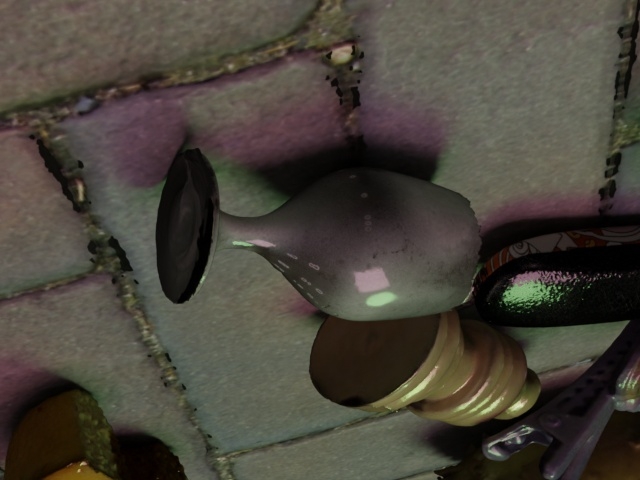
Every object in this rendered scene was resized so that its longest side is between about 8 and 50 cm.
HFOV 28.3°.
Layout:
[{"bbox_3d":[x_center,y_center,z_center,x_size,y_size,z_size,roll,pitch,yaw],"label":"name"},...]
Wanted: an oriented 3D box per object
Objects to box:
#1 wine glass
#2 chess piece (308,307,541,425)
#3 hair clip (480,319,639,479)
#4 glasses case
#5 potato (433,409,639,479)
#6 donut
[{"bbox_3d":[0.000,0.000,0.982,0.241,0.126,0.126,7,143,-26],"label":"wine glass"},{"bbox_3d":[0.136,0.127,1.270,0.307,0.124,0.138,22,96,-50],"label":"chess piece"},{"bbox_3d":[0.297,0.156,1.302,0.278,0.090,0.137,-40,145,-7],"label":"hair clip"},{"bbox_3d":[0.269,0.034,1.195,0.267,0.067,0.103,-3,143,-21],"label":"glasses case"},{"bbox_3d":[0.316,0.297,1.515,0.237,0.301,0.289,-53,170,18],"label":"potato"},{"bbox_3d":[-0.239,0.245,1.287,0.151,0.112,0.295,-19,147,12],"label":"donut"}]
